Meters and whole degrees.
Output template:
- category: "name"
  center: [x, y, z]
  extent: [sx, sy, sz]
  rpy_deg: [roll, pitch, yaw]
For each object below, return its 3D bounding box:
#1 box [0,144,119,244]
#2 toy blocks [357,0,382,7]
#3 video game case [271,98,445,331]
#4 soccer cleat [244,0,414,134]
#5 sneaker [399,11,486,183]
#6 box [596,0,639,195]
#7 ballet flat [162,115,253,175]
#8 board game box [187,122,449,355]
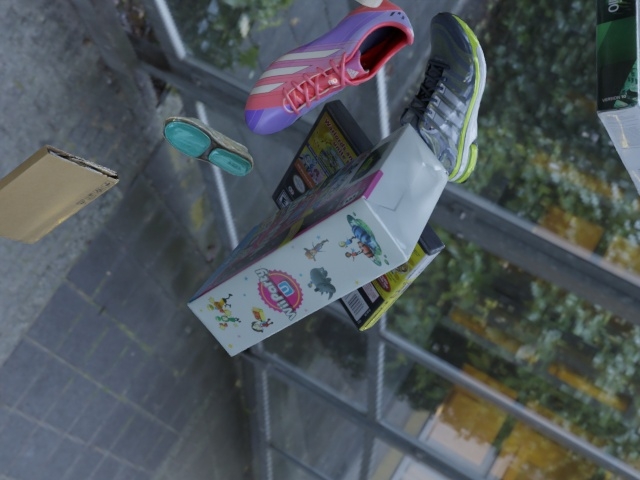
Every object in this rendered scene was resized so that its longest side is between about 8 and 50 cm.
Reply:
- category: "box"
  center: [-0.440, -0.067, 1.440]
  extent: [0.201, 0.021, 0.164]
  rpy_deg: [-32, 156, 18]
- category: "toy blocks"
  center: [0.040, -0.445, 0.950]
  extent: [0.260, 0.308, 0.289]
  rpy_deg: [-56, -169, 38]
- category: "video game case"
  center: [0.046, -0.032, 1.402]
  extent: [0.035, 0.275, 0.248]
  rpy_deg: [-22, 160, -34]
- category: "soccer cleat"
  center: [0.008, -0.215, 1.180]
  extent: [0.248, 0.095, 0.083]
  rpy_deg: [-37, 128, 4]
- category: "sneaker"
  center: [0.200, -0.232, 1.558]
  extent: [0.121, 0.111, 0.300]
  rpy_deg: [-12, 112, -26]
- category: "box"
  center: [0.423, -0.253, 1.231]
  extent: [0.232, 0.058, 0.322]
  rpy_deg: [39, 51, -51]
- category: "ballet flat"
  center: [-0.172, -0.147, 1.382]
  extent: [0.057, 0.052, 0.168]
  rpy_deg: [-40, 132, 23]
- category: "board game box"
  center: [0.000, 0.000, 1.188]
  extent: [0.303, 0.097, 0.224]
  rpy_deg: [-33, -167, 33]
